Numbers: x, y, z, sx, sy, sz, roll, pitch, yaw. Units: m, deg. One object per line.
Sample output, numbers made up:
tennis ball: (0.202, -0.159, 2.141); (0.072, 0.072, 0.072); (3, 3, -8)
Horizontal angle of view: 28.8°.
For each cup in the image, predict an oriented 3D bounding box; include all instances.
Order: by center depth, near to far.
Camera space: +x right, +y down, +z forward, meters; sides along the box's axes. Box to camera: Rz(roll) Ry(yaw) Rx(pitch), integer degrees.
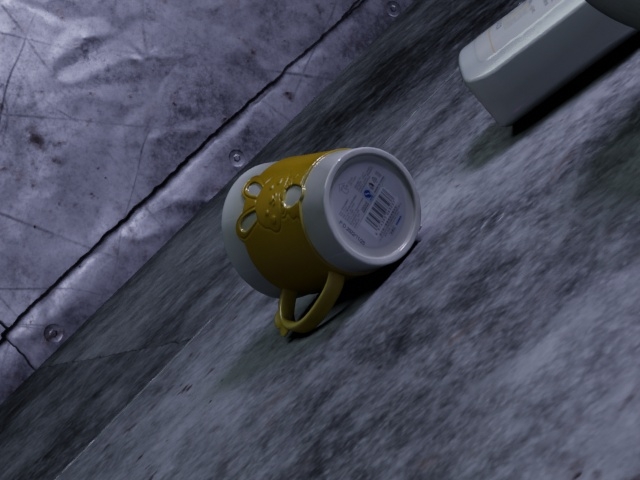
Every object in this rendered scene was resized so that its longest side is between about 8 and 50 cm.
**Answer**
cup: (0.000, 0.000, 1.562); (0.226, 0.185, 0.241); (-15, 62, 55)

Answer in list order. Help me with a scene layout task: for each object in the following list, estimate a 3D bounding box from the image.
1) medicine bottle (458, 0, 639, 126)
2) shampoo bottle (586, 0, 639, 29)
medicine bottle: (0.334, -0.289, 1.585); (0.324, 0.124, 0.179); (-39, 12, 23)
shampoo bottle: (0.368, -0.353, 1.190); (0.322, 0.322, 0.317); (-44, 6, -13)
